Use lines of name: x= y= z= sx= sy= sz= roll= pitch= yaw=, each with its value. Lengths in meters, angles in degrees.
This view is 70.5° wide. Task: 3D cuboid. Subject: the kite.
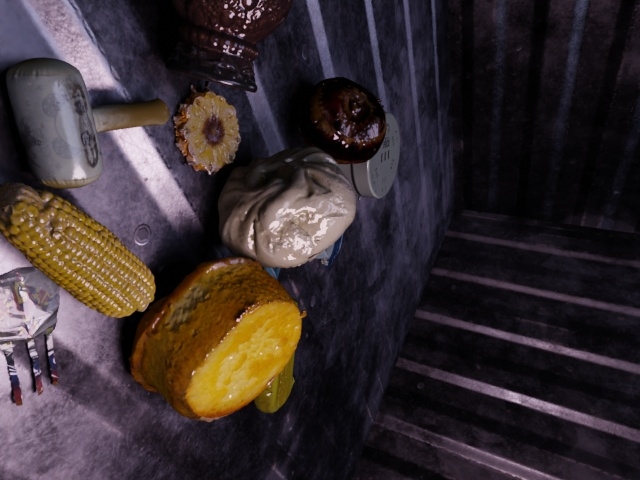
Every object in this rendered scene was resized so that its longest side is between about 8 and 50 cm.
kite: x=-0.509 y=0.165 z=0.790 sx=0.141 sy=0.015 sz=0.246 roll=-23 pitch=119 yaw=-56

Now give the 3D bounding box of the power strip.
power strip: x=0.189 y=-0.329 z=1.792 sx=0.357 sy=0.161 sz=0.358 roll=-33 pitch=129 yaw=-55

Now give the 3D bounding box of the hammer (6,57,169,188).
hammer: x=-0.381 y=-0.220 z=0.805 sx=0.305 sy=0.113 sz=0.202 roll=-43 pitch=139 yaw=-57

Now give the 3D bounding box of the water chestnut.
water chestnut: x=0.056 y=-0.368 z=1.460 sx=0.300 sy=0.299 sz=0.301 roll=-33 pitch=128 yaw=-55

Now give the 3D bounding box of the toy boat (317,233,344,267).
toy boat: x=0.010 y=-0.027 z=1.668 sx=0.291 sy=0.070 sz=0.210 roll=41 pitch=61 yaw=-57

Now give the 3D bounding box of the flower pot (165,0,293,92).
flower pot: x=-0.196 y=-0.457 z=0.918 sx=0.266 sy=0.266 sz=0.268 roll=-14 pitch=121 yaw=-61

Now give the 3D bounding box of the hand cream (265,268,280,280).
hand cream: x=-0.164 y=0.054 z=1.395 sx=0.224 sy=0.048 sz=0.083 roll=54 pitch=50 yaw=-62

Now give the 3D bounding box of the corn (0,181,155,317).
corn: x=-0.414 y=0.033 z=0.800 sx=0.130 sy=0.130 sz=0.347 roll=-64 pitch=149 yaw=-27

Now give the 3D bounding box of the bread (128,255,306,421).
bread: x=-0.233 y=0.235 z=1.064 sx=0.398 sy=0.215 sz=0.399 roll=-33 pitch=142 yaw=-31

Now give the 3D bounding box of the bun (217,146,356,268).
bun: x=-0.100 y=-0.099 z=1.141 sx=0.360 sy=0.359 sz=0.211 roll=-59 pitch=140 yaw=-34

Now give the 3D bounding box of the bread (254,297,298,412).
bread: x=-0.154 y=0.357 z=1.442 sx=0.166 sy=0.112 sz=0.384 roll=-25 pitch=122 yaw=-62

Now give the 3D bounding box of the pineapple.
pineapple: x=-0.262 y=-0.264 z=1.072 sx=0.221 sy=0.047 sz=0.222 roll=-29 pitch=124 yaw=-55
